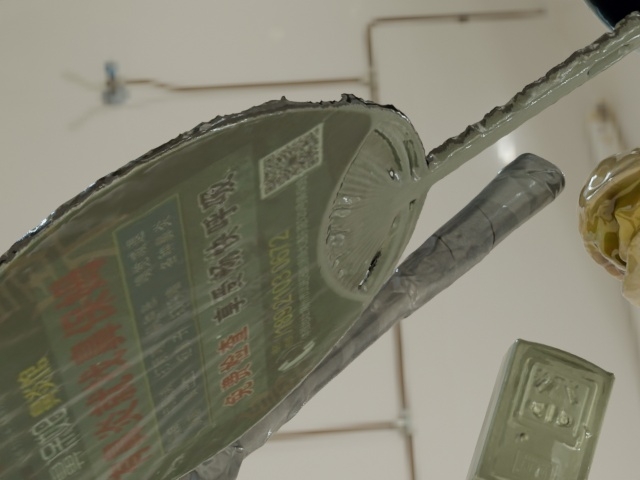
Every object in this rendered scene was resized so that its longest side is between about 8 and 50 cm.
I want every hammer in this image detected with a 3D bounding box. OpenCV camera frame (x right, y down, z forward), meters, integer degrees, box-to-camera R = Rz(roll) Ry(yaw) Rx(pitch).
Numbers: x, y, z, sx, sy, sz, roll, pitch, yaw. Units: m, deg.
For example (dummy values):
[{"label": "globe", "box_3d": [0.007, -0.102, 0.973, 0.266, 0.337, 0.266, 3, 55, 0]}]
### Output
[{"label": "hammer", "box_3d": [0.030, 0.042, 0.995, 0.427, 0.152, 0.044, -41, 150, -42]}]

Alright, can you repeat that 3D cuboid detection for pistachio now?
[{"label": "pistachio", "box_3d": [0.258, -0.019, 1.099, 0.200, 0.145, 0.117, 22, 27, -47]}]

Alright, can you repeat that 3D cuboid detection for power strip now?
[{"label": "power strip", "box_3d": [0.140, 0.147, 1.040, 0.042, 0.075, 0.175, 112, -2, -64]}]

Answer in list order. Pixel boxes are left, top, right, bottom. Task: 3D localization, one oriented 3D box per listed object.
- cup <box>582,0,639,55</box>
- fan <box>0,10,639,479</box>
[{"label": "cup", "box_3d": [0.259, -0.306, 0.924, 0.257, 0.311, 0.331, 63, 0, -33]}, {"label": "fan", "box_3d": [-0.020, 0.001, 0.518, 0.012, 0.294, 0.223, 49, 10, 24]}]
